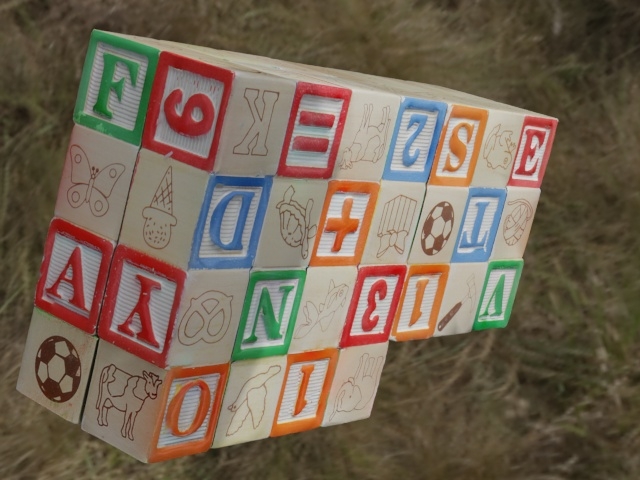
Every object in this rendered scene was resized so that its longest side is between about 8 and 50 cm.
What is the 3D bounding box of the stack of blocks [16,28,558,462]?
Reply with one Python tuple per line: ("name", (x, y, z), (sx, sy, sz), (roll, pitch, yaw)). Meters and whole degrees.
("stack of blocks", (0.000, 0.000, 0.680), (0.297, 0.087, 0.171), (-2, 109, -54))
